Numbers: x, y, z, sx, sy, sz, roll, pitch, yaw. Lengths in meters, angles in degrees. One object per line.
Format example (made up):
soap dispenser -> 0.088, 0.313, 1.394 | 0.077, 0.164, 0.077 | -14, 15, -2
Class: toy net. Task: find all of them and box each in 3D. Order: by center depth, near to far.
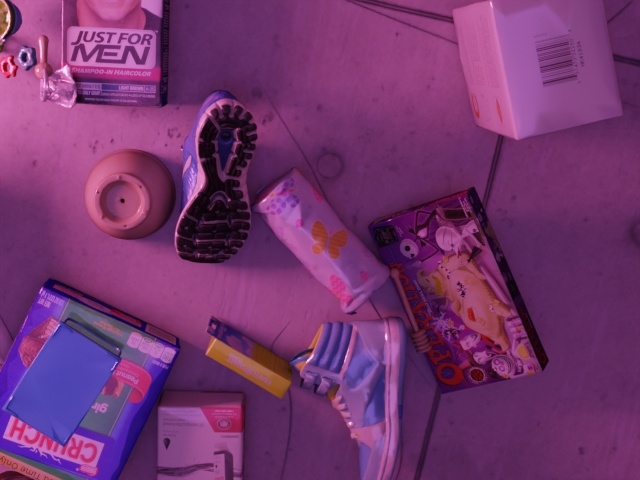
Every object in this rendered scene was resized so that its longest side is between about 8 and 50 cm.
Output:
toy net -> -0.493, -0.294, 1.766 | 0.232, 0.045, 0.122 | 50, 119, 18

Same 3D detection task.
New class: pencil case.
pencil case -> 0.000, 0.000, 1.862 | 0.113, 0.124, 0.273 | -44, 100, -10

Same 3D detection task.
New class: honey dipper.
honey dipper -> 0.159, 0.123, 1.891 | 0.030, 0.030, 0.161 | -20, 98, 1

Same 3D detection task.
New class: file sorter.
file sorter -> -0.422, 0.230, 1.757 | 0.118, 0.104, 0.170 | 33, 89, -6

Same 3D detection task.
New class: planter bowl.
planter bowl -> -0.338, -0.073, 1.840 | 0.162, 0.109, 0.162 | 0, 101, -2

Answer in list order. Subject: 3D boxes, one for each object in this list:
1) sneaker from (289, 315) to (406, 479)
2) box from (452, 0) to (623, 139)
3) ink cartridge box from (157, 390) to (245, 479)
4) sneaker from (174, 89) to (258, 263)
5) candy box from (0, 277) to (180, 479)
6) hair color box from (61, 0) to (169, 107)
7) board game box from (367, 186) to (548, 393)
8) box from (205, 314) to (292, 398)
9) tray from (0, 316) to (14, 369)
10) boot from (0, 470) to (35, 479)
sneaker -> 0.042, 0.290, 1.914 | 0.208, 0.127, 0.319 | 4, 90, -5
box -> 0.339, -0.293, 1.706 | 0.168, 0.345, 0.215 | -13, 100, 0
ink cartridge box -> -0.218, 0.393, 1.936 | 0.158, 0.092, 0.218 | 1, 102, -2
sneaker -> -0.180, -0.108, 1.838 | 0.129, 0.147, 0.330 | 8, 118, -15
candy box -> -0.434, 0.269, 1.872 | 0.268, 0.122, 0.317 | 26, 92, -8
hair color box -> -0.344, -0.403, 1.784 | 0.173, 0.105, 0.347 | 2, 99, -3
board game box -> 0.243, 0.095, 1.878 | 0.208, 0.056, 0.347 | -18, 102, 36
box -> -0.134, 0.208, 1.897 | 0.178, 0.109, 0.042 | 32, 99, -7
tray -> -0.609, 0.248, 1.927 | 0.145, 0.030, 0.270 | -25, 100, 1
boot -> -0.554, 0.483, 1.969 | 0.106, 0.037, 0.114 | -13, 105, 2
